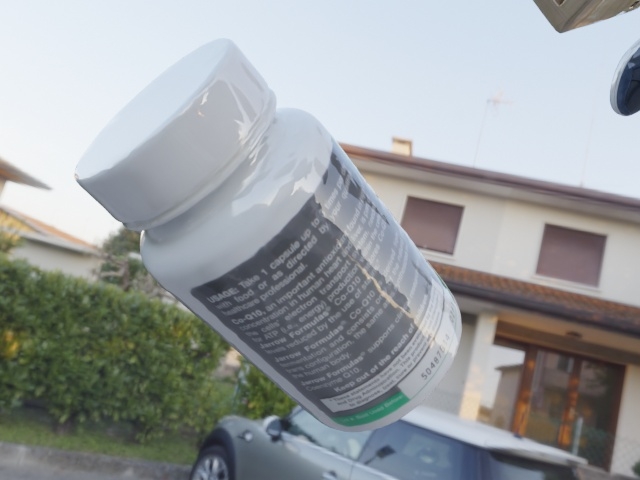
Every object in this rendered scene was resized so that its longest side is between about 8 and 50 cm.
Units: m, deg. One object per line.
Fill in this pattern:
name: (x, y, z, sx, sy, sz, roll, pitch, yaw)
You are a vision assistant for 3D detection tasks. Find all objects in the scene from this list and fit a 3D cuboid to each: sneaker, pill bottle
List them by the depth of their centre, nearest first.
pill bottle: (-0.034, 0.008, 0.576, 0.204, 0.204, 0.361, 1, -40, 49)
sneaker: (0.555, -0.276, 0.916, 0.086, 0.226, 0.163, 21, 23, -21)

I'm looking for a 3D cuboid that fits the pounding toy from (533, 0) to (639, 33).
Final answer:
pounding toy: (0.167, -0.258, 0.319, 0.094, 0.181, 0.206, -23, -15, -26)
